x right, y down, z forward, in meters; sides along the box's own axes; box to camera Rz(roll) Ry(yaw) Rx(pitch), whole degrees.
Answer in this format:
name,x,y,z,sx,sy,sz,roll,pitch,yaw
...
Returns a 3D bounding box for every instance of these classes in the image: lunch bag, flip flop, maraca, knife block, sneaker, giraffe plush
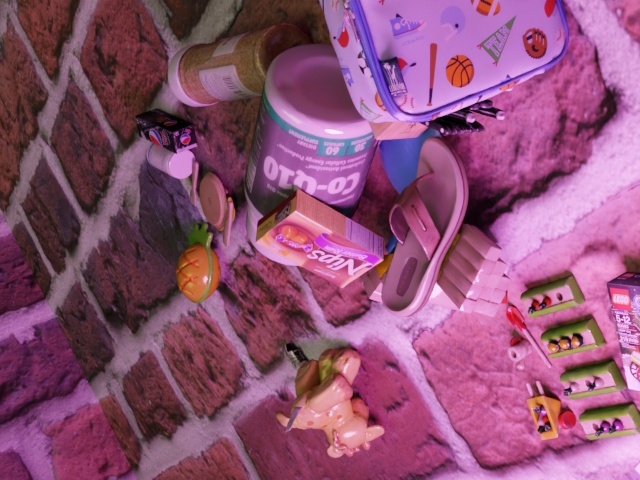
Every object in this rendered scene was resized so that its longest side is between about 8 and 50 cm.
name,x,y,z,sx,sy,sz,roll,pitch,yaw
lunch bag,0.148,-0.286,1.288,0.115,0.303,0.243,11,121,64
flip flop,0.140,-0.019,1.565,0.112,0.080,0.277,33,107,52
maraca,-0.280,0.052,2.410,0.127,0.099,0.185,-2,83,52
knife block,0.151,-0.262,1.502,0.242,0.088,0.275,-42,65,45
sneaker,-0.052,0.251,2.252,0.083,0.032,0.037,34,137,41
giraffe plush,0.037,0.340,2.072,0.170,0.210,0.181,43,152,-20

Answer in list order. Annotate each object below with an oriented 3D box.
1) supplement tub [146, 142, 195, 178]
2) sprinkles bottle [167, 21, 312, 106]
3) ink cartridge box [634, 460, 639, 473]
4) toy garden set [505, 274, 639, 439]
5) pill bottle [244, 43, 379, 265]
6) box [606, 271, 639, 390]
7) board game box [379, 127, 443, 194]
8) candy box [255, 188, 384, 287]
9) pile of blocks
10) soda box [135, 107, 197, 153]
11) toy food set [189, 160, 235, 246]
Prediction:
name,x,y,z,sx,sy,sz,roll,pitch,yaw
supplement tub,-0.336,-0.185,2.348,0.107,0.071,0.071,26,132,46
sprinkles bottle,-0.152,-0.316,1.917,0.355,0.121,0.121,4,114,56
ink cartridge box,0.522,0.335,1.402,0.179,0.045,0.145,53,148,26
toy garden set,0.350,0.192,1.563,0.204,0.049,0.244,-29,86,60
pill bottle,-0.018,-0.133,1.755,0.204,0.204,0.361,49,147,25
box,0.479,0.129,1.321,0.233,0.044,0.159,5,116,56
board game box,0.158,-0.134,1.645,0.133,0.033,0.168,57,148,17
candy box,0.000,0.000,1.711,0.109,0.187,0.053,-36,36,38
pile of blocks,0.198,0.042,1.660,0.362,0.113,0.149,1,75,62
soda box,-0.344,-0.244,2.328,0.169,0.060,0.053,26,133,47
toy food set,-0.226,-0.086,2.289,0.192,0.038,0.132,48,140,41
